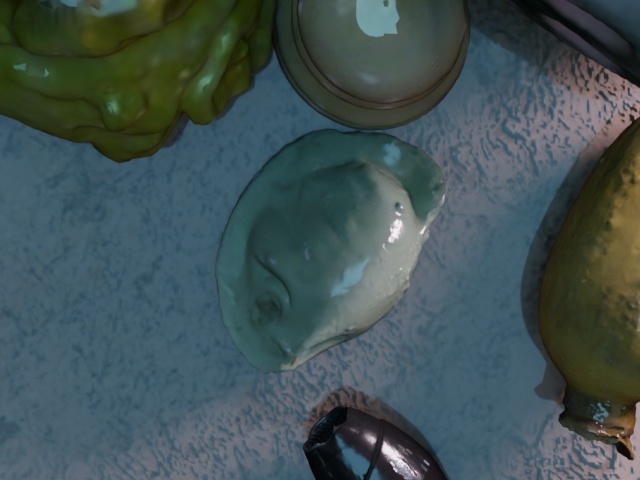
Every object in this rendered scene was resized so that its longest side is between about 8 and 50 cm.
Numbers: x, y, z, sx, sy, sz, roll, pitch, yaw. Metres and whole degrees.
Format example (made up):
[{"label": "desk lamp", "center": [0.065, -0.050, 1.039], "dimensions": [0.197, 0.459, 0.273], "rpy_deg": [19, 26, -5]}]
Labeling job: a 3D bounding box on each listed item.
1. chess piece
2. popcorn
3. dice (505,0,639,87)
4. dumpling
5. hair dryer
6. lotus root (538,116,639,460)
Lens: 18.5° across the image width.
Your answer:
[{"label": "chess piece", "center": [0.039, -0.158, 1.451], "dimensions": [0.167, 0.299, 0.167], "rpy_deg": [0, 95, 0]}, {"label": "popcorn", "center": [-0.172, -0.216, 1.457], "dimensions": [0.312, 0.312, 0.312], "rpy_deg": [0, 94, -1]}, {"label": "dice", "center": [0.227, -0.317, 1.410], "dimensions": [0.328, 0.348, 0.330], "rpy_deg": [37, 92, 5]}, {"label": "dumpling", "center": [0.009, 0.010, 1.572], "dimensions": [0.219, 0.153, 0.108], "rpy_deg": [-44, 136, -8]}, {"label": "hair dryer", "center": [0.011, 0.284, 1.611], "dimensions": [0.272, 0.091, 0.235], "rpy_deg": [-39, 104, 14]}, {"label": "lotus root", "center": [0.257, 0.016, 1.545], "dimensions": [0.131, 0.146, 0.303], "rpy_deg": [21, 90, -36]}]
